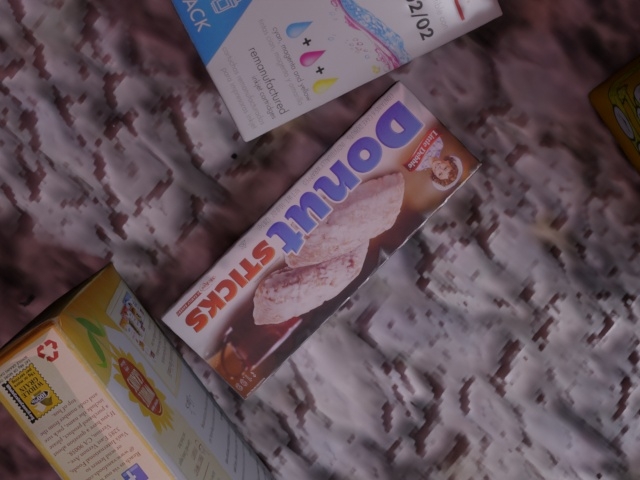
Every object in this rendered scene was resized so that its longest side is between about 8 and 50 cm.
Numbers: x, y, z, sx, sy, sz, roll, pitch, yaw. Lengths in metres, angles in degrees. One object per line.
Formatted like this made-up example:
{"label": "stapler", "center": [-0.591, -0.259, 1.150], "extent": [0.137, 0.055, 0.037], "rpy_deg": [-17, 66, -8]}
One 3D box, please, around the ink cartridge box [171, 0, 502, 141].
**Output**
{"label": "ink cartridge box", "center": [0.018, -0.140, 0.615], "extent": [0.181, 0.061, 0.104], "rpy_deg": [-27, 122, 1]}

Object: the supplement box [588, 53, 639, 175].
{"label": "supplement box", "center": [0.277, -0.039, 0.503], "extent": [0.195, 0.356, 0.194], "rpy_deg": [-35, 96, 2]}

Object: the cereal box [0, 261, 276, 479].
{"label": "cereal box", "center": [-0.057, 0.127, 0.604], "extent": [0.047, 0.173, 0.240], "rpy_deg": [-36, 96, 2]}

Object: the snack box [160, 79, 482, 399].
{"label": "snack box", "center": [0.000, 0.000, 0.666], "extent": [0.064, 0.022, 0.178], "rpy_deg": [45, 94, -5]}
